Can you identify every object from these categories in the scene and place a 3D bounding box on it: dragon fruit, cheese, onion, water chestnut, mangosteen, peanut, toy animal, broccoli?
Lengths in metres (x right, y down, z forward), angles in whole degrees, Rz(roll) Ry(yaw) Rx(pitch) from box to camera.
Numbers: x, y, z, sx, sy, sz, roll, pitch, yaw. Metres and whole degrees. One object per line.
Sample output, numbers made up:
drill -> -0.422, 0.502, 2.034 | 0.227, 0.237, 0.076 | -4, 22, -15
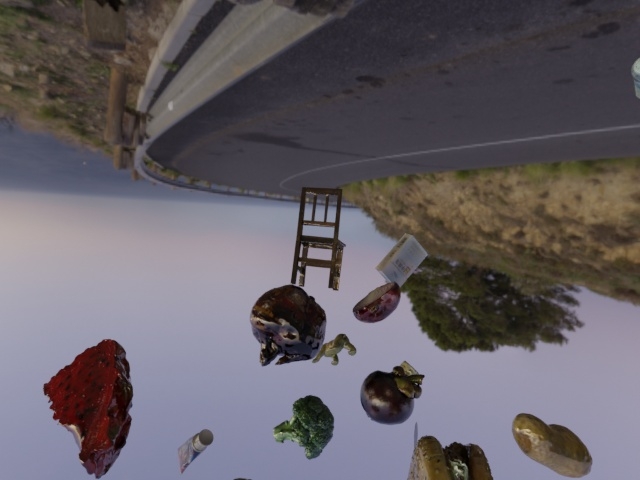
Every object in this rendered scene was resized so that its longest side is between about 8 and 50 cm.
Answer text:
dragon fruit -> -0.575, 0.489, 1.202 | 0.228, 0.285, 0.329 | -39, -140, -23
cheese -> 0.318, 0.578, 1.729 | 0.094, 0.167, 0.123 | 38, 171, 29
onion -> 0.226, 0.253, 1.615 | 0.206, 0.098, 0.151 | -34, -170, 14
water chestnut -> -0.118, 0.302, 1.490 | 0.290, 0.288, 0.244 | 2, -146, -10
mangosteen -> 0.243, 0.506, 1.416 | 0.194, 0.230, 0.194 | 46, -173, -7
peanut -> 0.602, 0.533, 1.117 | 0.237, 0.120, 0.110 | 33, 175, -5
toy animal -> 0.045, 0.451, 1.765 | 0.103, 0.100, 0.219 | 29, 129, -27
broccoli -> -0.065, 0.806, 1.823 | 0.270, 0.269, 0.270 | -19, 180, 10

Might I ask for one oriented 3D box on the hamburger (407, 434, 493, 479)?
hamburger -> 0.333, 0.664, 1.104 | 0.196, 0.276, 0.318 | 6, 159, 2

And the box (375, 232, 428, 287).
box -> 0.404, 0.103, 2.105 | 0.155, 0.242, 0.067 | 45, 171, -25

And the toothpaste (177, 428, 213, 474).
toothpaste -> -0.474, 0.771, 1.556 | 0.061, 0.096, 0.266 | 11, 135, -37

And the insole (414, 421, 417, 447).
insole -> 0.351, 0.750, 1.565 | 0.002, 0.152, 0.053 | -6, 145, 24

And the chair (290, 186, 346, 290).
chair -> 0.000, 0.000, 1.859 | 0.203, 0.415, 0.240 | 5, 172, 11

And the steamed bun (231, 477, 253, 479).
steamed bun -> -0.219, 0.782, 1.137 | 0.384, 0.235, 0.247 | -8, 159, 21

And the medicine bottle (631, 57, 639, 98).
medicine bottle -> 0.653, -0.306, 0.809 | 0.090, 0.053, 0.209 | -9, 172, 38
